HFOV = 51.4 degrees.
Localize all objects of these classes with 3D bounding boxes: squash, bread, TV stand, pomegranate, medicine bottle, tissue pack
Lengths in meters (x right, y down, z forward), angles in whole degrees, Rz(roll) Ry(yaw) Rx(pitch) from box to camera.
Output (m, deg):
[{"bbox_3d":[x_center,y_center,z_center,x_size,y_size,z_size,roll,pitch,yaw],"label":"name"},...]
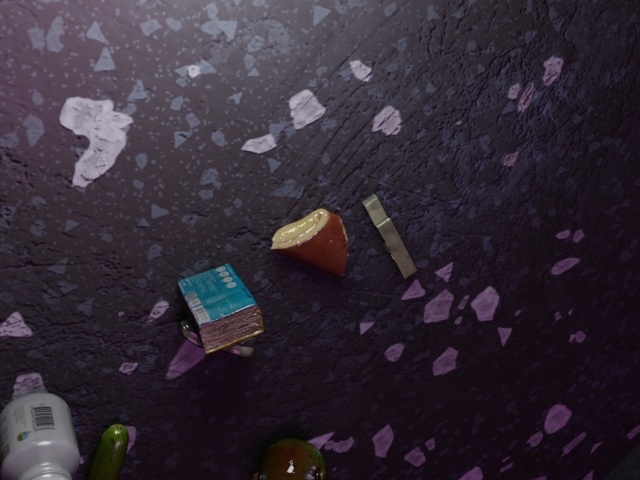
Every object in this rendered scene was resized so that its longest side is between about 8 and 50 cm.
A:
[{"bbox_3d":[-0.460,0.496,1.422,0.066,0.066,0.252,6,117,-32],"label":"squash"},{"bbox_3d":[0.000,0.001,1.349,0.192,0.067,0.119,21,109,-38],"label":"bread"},{"bbox_3d":[0.152,-0.005,1.451,0.036,0.042,0.249,-33,131,-1],"label":"TV stand"},{"bbox_3d":[-0.086,0.583,1.645,0.210,0.179,0.180,-21,143,36],"label":"pomegranate"},{"bbox_3d":[-0.516,0.395,1.222,0.135,0.215,0.135,-14,126,-20],"label":"medicine bottle"},{"bbox_3d":[-0.190,0.126,1.260,0.120,0.169,0.082,-20,123,-17],"label":"tissue pack"}]

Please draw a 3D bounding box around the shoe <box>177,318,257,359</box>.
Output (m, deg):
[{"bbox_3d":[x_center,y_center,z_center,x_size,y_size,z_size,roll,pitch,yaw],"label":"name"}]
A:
[{"bbox_3d":[-0.204,0.183,1.361,0.194,0.074,0.077,28,93,-42],"label":"shoe"}]
